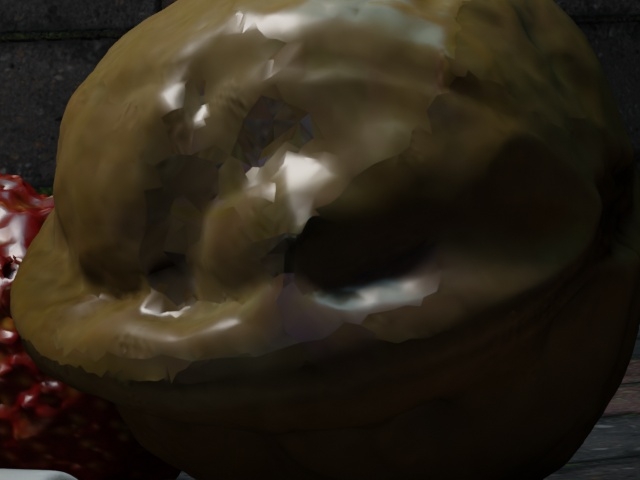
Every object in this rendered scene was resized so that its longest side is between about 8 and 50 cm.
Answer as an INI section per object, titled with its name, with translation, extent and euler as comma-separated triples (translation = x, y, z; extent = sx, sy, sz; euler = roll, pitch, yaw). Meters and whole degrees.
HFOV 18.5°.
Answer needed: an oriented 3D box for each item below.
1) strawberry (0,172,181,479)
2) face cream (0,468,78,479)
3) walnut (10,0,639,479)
[strawberry]
translation = -0.246, 0.066, 1.403
extent = 0.343, 0.292, 0.292
euler = -4, 1, 40
[face cream]
translation = -0.248, 0.148, 0.984
extent = 0.370, 0.145, 0.145
euler = -1, 3, 31
[walnut]
translation = 0.014, 0.006, 1.185
extent = 0.383, 0.383, 0.383
euler = -3, 2, 0
